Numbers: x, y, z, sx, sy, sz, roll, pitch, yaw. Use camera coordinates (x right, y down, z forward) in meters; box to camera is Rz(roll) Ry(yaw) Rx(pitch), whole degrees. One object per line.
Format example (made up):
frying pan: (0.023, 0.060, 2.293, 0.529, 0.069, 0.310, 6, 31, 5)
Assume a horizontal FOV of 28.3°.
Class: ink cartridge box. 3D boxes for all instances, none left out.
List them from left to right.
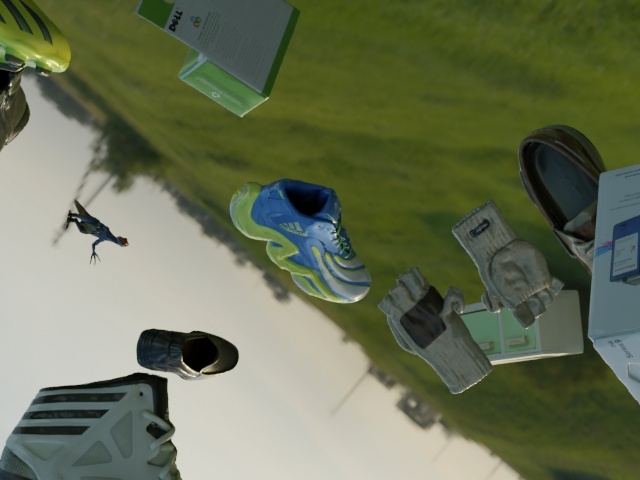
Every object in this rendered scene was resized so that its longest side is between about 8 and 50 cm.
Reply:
ink cartridge box: (-0.181, -0.352, 2.059, 0.255, 0.189, 0.097, 30, 150, -22)
ink cartridge box: (0.351, 0.046, 1.304, 0.093, 0.212, 0.154, -13, 138, 35)

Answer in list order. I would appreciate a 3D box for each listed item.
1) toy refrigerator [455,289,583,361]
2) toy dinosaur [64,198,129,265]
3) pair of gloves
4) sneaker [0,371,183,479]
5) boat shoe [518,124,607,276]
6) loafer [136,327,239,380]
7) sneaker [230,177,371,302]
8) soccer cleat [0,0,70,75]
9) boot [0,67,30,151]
toy refrigerator: (0.308, 0.147, 2.085, 0.094, 0.102, 0.269, 1, 171, -28)
toy dinosaur: (-0.275, -0.018, 1.579, 0.082, 0.090, 0.047, 15, 141, -8)
pair of gloves: (0.215, 0.082, 1.831, 0.204, 0.240, 0.042, 44, -175, -18)
sneaker: (-0.208, 0.328, 1.724, 0.447, 0.257, 0.169, 25, 171, -9)
boat shoe: (0.363, -0.014, 1.670, 0.324, 0.123, 0.116, 52, -154, 18)
loafer: (-0.143, 0.137, 1.504, 0.061, 0.062, 0.170, 2, 176, 32)
sneaker: (0.000, 0.000, 1.644, 0.240, 0.091, 0.126, 33, 146, -28)
soccer cleat: (-0.312, -0.234, 1.041, 0.289, 0.121, 0.093, 31, 164, -37)
boot: (-0.489, -0.144, 1.772, 0.083, 0.246, 0.161, 26, 159, 1)
